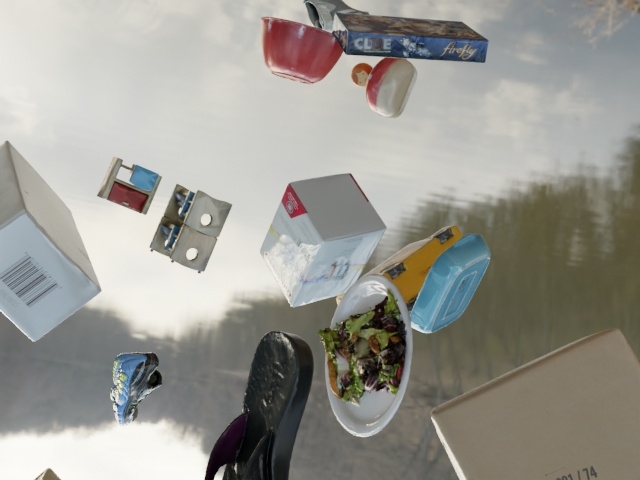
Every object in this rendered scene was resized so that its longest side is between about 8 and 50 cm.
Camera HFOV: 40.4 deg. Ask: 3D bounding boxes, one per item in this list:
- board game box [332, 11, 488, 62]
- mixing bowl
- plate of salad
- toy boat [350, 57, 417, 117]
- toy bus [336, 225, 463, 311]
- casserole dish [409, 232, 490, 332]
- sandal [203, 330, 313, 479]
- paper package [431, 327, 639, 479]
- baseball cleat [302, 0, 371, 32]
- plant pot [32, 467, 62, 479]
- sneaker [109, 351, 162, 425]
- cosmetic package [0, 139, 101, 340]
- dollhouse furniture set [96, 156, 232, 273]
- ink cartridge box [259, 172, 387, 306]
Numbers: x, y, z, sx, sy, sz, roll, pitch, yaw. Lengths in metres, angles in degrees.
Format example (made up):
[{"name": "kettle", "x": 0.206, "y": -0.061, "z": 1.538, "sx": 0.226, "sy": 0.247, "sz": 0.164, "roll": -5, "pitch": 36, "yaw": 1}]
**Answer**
[{"name": "board game box", "x": 0.152, "y": -0.358, "z": 1.531, "sx": 0.244, "sy": 0.042, "sz": 0.165, "roll": 1, "pitch": -155, "yaw": -9}, {"name": "mixing bowl", "x": -0.045, "y": -0.366, "z": 1.712, "sx": 0.182, "sy": 0.098, "sz": 0.181, "roll": 16, "pitch": -175, "yaw": -1}, {"name": "plate of salad", "x": 0.047, "y": 0.138, "z": 1.066, "sx": 0.048, "sy": 0.199, "sz": 0.200, "roll": 11, "pitch": 169, "yaw": -27}, {"name": "toy boat", "x": 0.145, "y": -0.388, "z": 2.133, "sx": 0.151, "sy": 0.150, "sz": 0.231, "roll": 23, "pitch": -171, "yaw": 7}, {"name": "toy bus", "x": 0.201, "y": 0.085, "z": 1.989, "sx": 0.333, "sy": 0.108, "sz": 0.130, "roll": -32, "pitch": -172, "yaw": -36}, {"name": "casserole dish", "x": 0.194, "y": 0.070, "z": 1.281, "sx": 0.114, "sy": 0.188, "sz": 0.037, "roll": -23, "pitch": -126, "yaw": -38}, {"name": "sandal", "x": -0.127, "y": 0.365, "z": 1.434, "sx": 0.107, "sy": 0.445, "sz": 0.168, "roll": 12, "pitch": 178, "yaw": -38}, {"name": "paper package", "x": 0.375, "y": 0.339, "z": 1.345, "sx": 0.325, "sy": 0.309, "sz": 0.168, "roll": -25, "pitch": 164, "yaw": 1}, {"name": "baseball cleat", "x": 0.049, "y": -0.489, "z": 1.960, "sx": 0.206, "sy": 0.109, "sz": 0.072, "roll": 32, "pitch": 153, "yaw": -12}, {"name": "plant pot", "x": -0.504, "y": 0.499, "z": 1.573, "sx": 0.109, "sy": 0.109, "sz": 0.096, "roll": 50, "pitch": 177, "yaw": -9}, {"name": "sneaker", "x": -0.290, "y": 0.237, "z": 1.378, "sx": 0.078, "sy": 0.067, "sz": 0.188, "roll": -8, "pitch": 145, "yaw": -25}, {"name": "cosmetic package", "x": -0.555, "y": -0.012, "z": 1.606, "sx": 0.217, "sy": 0.156, "sz": 0.385, "roll": 56, "pitch": 176, "yaw": -35}, {"name": "dollhouse furniture set", "x": -0.273, "y": -0.042, "z": 1.462, "sx": 0.184, "sy": 0.128, "sz": 0.129, "roll": 23, "pitch": 177, "yaw": -28}, {"name": "ink cartridge box", "x": 0.000, "y": 0.000, "z": 1.430, "sx": 0.127, "sy": 0.128, "sz": 0.176, "roll": -12, "pitch": 147, "yaw": -33}]
